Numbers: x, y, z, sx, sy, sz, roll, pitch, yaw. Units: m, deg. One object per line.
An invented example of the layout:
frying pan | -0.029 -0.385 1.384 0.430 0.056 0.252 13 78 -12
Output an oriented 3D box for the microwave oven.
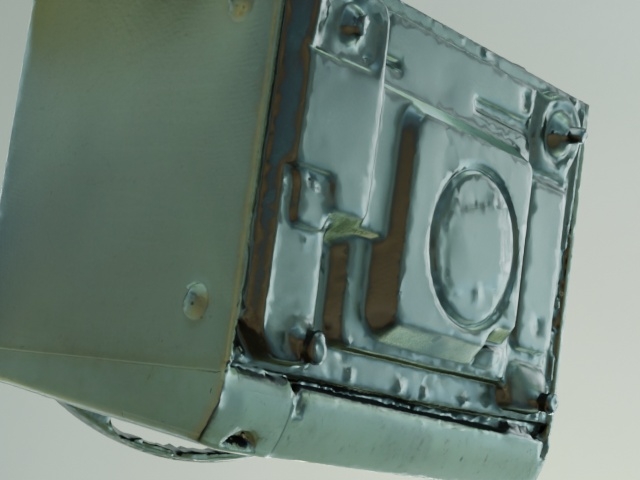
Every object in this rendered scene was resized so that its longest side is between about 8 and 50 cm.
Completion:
microwave oven | 0.000 0.000 1.240 0.247 0.394 0.333 4 -98 37
